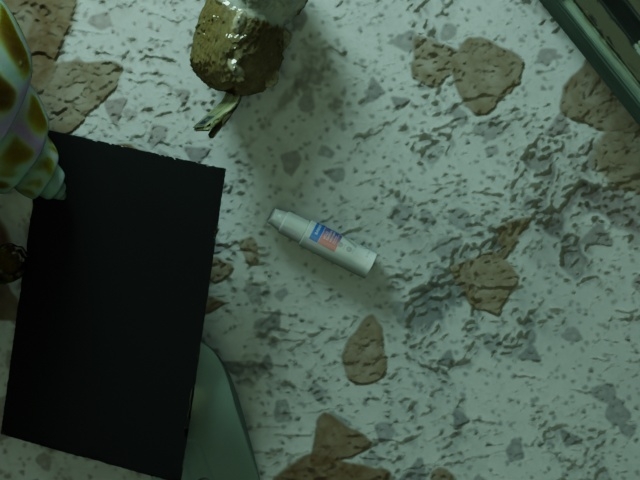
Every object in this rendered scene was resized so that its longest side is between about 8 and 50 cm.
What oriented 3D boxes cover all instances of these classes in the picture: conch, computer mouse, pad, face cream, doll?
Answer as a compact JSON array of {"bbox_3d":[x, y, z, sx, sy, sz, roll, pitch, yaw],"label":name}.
[{"bbox_3d":[-0.425,-0.178,1.694,0.249,0.197,0.368,-20,98,39],"label":"conch"},{"bbox_3d":[-0.149,0.222,1.808,0.128,0.079,0.231,-15,102,9],"label":"computer mouse"},{"bbox_3d":[-0.239,0.074,1.774,0.248,0.007,0.367,13,100,23],"label":"pad"},{"bbox_3d":[0.000,0.000,1.780,0.130,0.034,0.034,26,100,-1],"label":"face cream"},{"bbox_3d":[-0.083,-0.217,1.710,0.115,0.105,0.221,22,102,38],"label":"doll"}]

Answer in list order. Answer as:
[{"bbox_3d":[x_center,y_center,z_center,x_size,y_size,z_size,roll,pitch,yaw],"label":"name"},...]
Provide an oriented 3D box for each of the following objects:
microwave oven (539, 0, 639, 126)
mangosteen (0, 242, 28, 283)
[{"bbox_3d":[0.406,-0.202,1.604,0.218,0.286,0.355,-38,92,7],"label":"microwave oven"},{"bbox_3d":[-0.515,0.054,1.698,0.311,0.311,0.311,1,100,3],"label":"mangosteen"}]
